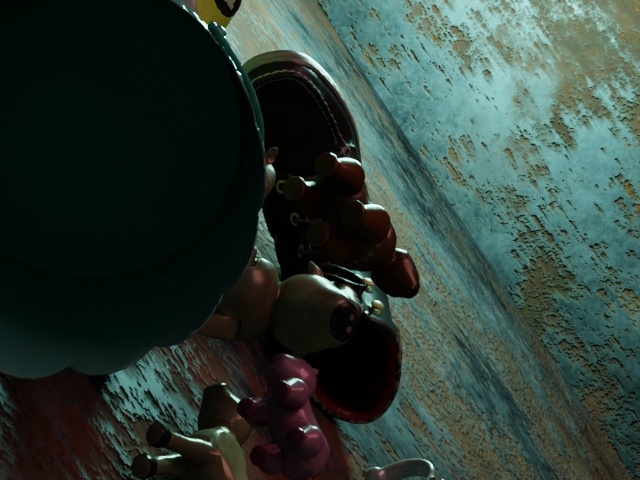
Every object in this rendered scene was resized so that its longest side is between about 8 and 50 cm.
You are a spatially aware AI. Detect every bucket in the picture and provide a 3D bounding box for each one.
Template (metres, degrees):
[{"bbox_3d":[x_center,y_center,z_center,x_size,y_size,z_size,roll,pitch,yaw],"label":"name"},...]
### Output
[{"bbox_3d":[-0.169,-0.058,0.899,0.281,0.281,0.183,52,9,-14],"label":"bucket"}]

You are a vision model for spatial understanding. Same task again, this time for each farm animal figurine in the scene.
[{"bbox_3d":[-0.069,0.072,1.079,0.327,0.330,0.172,31,2,32],"label":"farm animal figurine"}]

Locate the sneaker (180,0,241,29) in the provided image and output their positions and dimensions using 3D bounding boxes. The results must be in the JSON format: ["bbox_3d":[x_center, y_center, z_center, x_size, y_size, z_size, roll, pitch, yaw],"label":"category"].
[{"bbox_3d":[-0.192,-0.280,1.500,0.145,0.147,0.384,54,-2,-38],"label":"sneaker"}]

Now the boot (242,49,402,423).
[{"bbox_3d":[0.000,0.000,1.507,0.284,0.138,0.377,-100,178,-52],"label":"boot"}]

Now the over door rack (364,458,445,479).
[{"bbox_3d":[0.053,0.340,0.959,0.324,0.108,0.239,-65,141,-66],"label":"over door rack"}]
